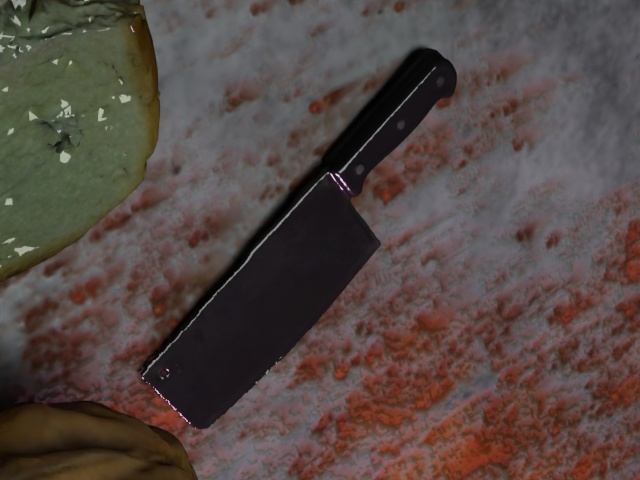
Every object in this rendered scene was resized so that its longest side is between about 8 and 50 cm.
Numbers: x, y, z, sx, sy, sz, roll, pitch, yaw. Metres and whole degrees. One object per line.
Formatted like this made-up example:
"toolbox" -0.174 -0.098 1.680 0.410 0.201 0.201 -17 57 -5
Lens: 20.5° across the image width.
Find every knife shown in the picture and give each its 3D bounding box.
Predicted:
"knife" 0.000 0.000 0.975 0.245 0.019 0.072 -49 132 -10

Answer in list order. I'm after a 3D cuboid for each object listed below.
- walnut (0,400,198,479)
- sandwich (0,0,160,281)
"walnut" -0.147 0.186 0.814 0.245 0.198 0.198 -39 125 -11
"sandwich" -0.183 -0.082 0.686 0.249 0.095 0.273 -27 144 -20
